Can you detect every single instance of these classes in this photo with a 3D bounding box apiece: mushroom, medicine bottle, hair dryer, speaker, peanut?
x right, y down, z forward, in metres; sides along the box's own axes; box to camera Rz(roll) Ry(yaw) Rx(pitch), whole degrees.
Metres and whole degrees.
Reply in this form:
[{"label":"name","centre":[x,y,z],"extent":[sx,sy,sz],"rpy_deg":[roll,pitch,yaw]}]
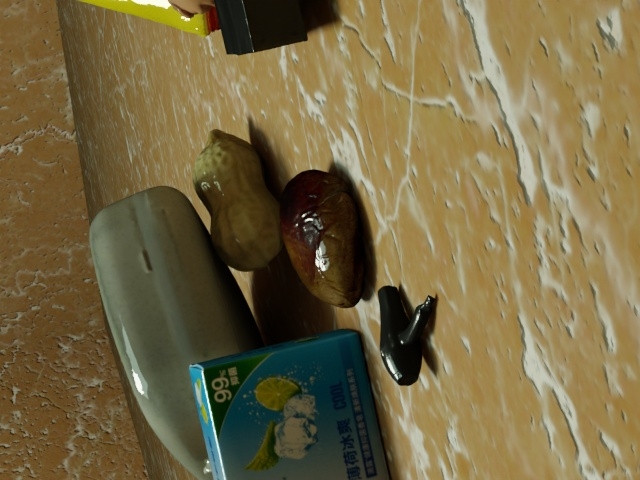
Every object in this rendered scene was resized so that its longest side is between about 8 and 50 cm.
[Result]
[{"label":"mushroom","centre":[0.000,0.000,1.076],"extent":[0.123,0.052,0.123],"rpy_deg":[164,90,-77]},{"label":"medicine bottle","centre":[-0.124,0.116,1.369],"extent":[0.375,0.123,0.282],"rpy_deg":[72,176,-65]},{"label":"hair dryer","centre":[0.063,0.052,0.936],"extent":[0.083,0.031,0.079],"rpy_deg":[119,148,-50]},{"label":"speaker","centre":[-0.054,-0.194,1.078],"extent":[0.218,0.044,0.082],"rpy_deg":[-144,40,-79]},{"label":"peanut","centre":[-0.081,-0.042,1.313],"extent":[0.082,0.082,0.187],"rpy_deg":[93,159,-49]}]

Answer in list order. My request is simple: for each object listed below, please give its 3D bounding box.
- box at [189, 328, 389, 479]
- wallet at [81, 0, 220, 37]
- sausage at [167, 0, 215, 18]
[{"label":"box","centre":[-0.021,0.184,1.133],"extent":[0.073,0.139,0.194],"rpy_deg":[174,83,-76]},{"label":"wallet","centre":[-0.200,-0.305,1.351],"extent":[0.241,0.067,0.141],"rpy_deg":[21,129,24]},{"label":"sausage","centre":[-0.128,-0.348,1.207],"extent":[0.086,0.086,0.289],"rpy_deg":[176,83,-76]}]
